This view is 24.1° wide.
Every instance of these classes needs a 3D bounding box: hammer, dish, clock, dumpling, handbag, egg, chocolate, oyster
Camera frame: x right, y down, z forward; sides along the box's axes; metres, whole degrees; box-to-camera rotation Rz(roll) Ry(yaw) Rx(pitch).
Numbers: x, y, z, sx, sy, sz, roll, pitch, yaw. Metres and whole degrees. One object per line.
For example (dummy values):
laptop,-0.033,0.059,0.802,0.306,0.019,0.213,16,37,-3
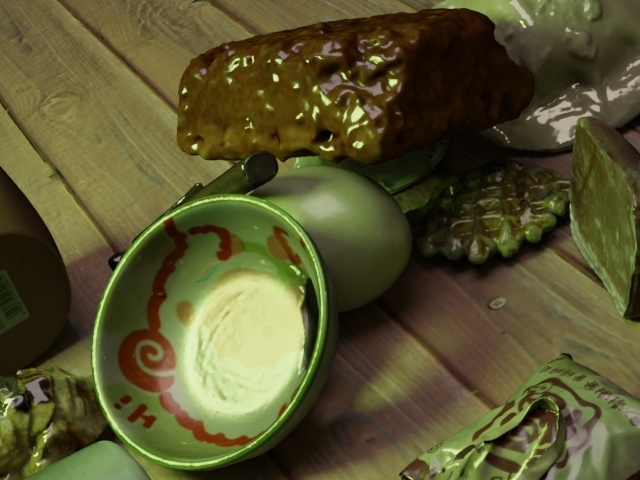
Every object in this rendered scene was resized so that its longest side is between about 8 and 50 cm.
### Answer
hammer,-0.154,-0.043,1.946,0.168,0.044,0.440,-43,7,-24
dish,-0.102,0.116,1.743,0.324,0.124,0.324,-11,68,28
clock,0.067,-0.135,2.164,0.236,0.053,0.236,-15,32,10
dumpling,0.338,-0.259,2.119,0.395,0.233,0.315,-10,65,7
handbag,0.223,0.211,1.466,0.235,0.127,0.213,-34,36,-19
egg,0.000,0.000,1.857,0.253,0.186,0.186,1,36,41
chocolate,0.364,-0.031,1.759,0.080,0.157,0.254,-2,30,-8
oyster,-0.421,0.214,1.813,0.337,0.133,0.198,-1,28,20

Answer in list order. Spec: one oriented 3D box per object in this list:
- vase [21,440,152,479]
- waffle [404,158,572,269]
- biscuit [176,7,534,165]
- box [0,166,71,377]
vase,-0.294,0.337,1.476,0.291,0.245,0.245,-29,32,-27
waffle,0.215,-0.041,1.933,0.223,0.054,0.204,-32,34,-22
biscuit,0.037,-0.208,1.985,0.395,0.166,0.343,3,15,43
box,-0.478,0.048,1.976,0.301,0.301,0.216,-33,41,-21
